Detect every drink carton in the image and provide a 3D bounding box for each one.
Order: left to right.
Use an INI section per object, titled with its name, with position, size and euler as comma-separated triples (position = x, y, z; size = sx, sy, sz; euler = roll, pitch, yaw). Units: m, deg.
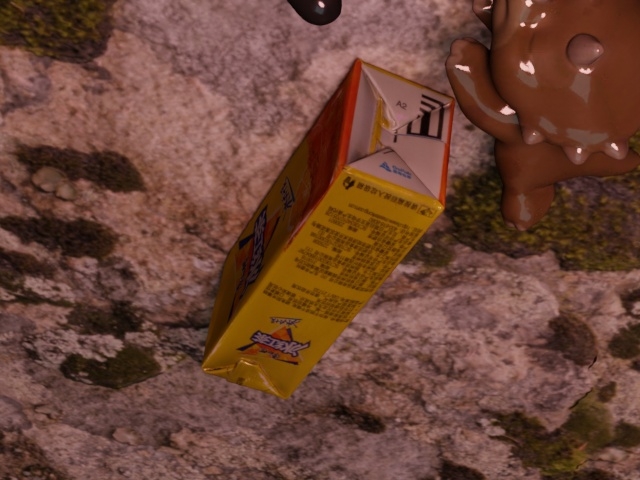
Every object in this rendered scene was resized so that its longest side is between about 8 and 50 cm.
[drink carton]
position = 0.000, 0.000, 1.501
size = 0.111, 0.154, 0.351
euler = 22, 138, -14

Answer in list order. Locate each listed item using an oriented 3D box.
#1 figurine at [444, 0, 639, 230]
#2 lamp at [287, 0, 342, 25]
[figurine]
position = 0.222, -0.130, 1.294
size = 0.173, 0.177, 0.247
euler = 6, 131, 33
[lamp]
position = -0.018, -0.280, 1.173
size = 0.197, 0.198, 0.244
euler = 18, 147, -10
